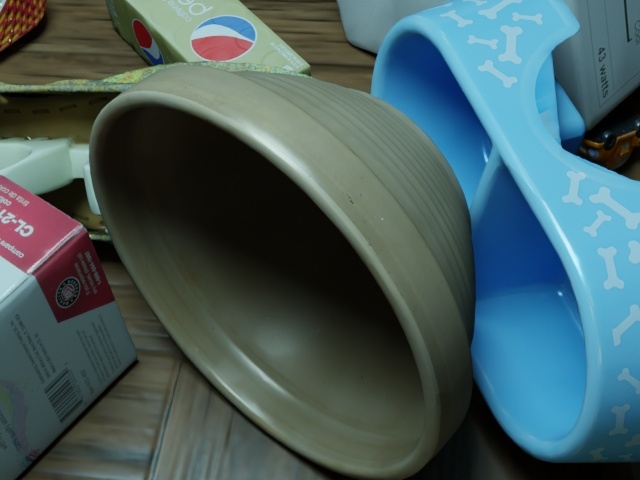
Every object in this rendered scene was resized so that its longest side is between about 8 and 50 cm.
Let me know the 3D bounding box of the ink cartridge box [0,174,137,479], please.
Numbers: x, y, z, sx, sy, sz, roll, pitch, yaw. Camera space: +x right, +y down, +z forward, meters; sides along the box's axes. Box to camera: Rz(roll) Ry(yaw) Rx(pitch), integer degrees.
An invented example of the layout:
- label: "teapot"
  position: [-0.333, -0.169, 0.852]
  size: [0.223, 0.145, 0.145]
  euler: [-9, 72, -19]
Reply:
- label: "ink cartridge box"
  position: [-0.195, 0.072, 0.666]
  size: [0.072, 0.127, 0.175]
  euler: [30, 61, 27]

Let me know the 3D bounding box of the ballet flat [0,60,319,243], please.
- label: "ballet flat"
  position: [-0.149, -0.045, 0.752]
  size: [0.349, 0.123, 0.123]
  euler: [2, 53, 11]

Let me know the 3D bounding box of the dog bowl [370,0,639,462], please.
- label: "dog bowl"
  position: [0.108, -0.012, 0.663]
  size: [0.074, 0.166, 0.297]
  euler: [-10, 53, -19]

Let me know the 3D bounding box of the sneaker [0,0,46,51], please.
- label: "sneaker"
  position: [-0.278, -0.141, 0.893]
  size: [0.175, 0.064, 0.067]
  euler: [-37, 37, -27]

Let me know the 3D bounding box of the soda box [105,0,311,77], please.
- label: "soda box"
  position: [-0.080, -0.136, 0.858]
  size: [0.061, 0.058, 0.181]
  euler: [-32, 57, -18]

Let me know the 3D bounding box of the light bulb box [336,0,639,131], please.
- label: "light bulb box"
  position: [0.175, -0.329, 0.774]
  size: [0.361, 0.357, 0.225]
  euler: [-40, 46, -23]

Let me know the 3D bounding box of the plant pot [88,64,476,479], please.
- label: "plant pot"
  position: [0.000, 0.000, 0.637]
  size: [0.237, 0.237, 0.110]
  euler: [34, 57, 28]

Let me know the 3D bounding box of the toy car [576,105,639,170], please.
- label: "toy car"
  position: [0.210, -0.048, 0.770]
  size: [0.122, 0.040, 0.060]
  euler: [24, 37, 25]
